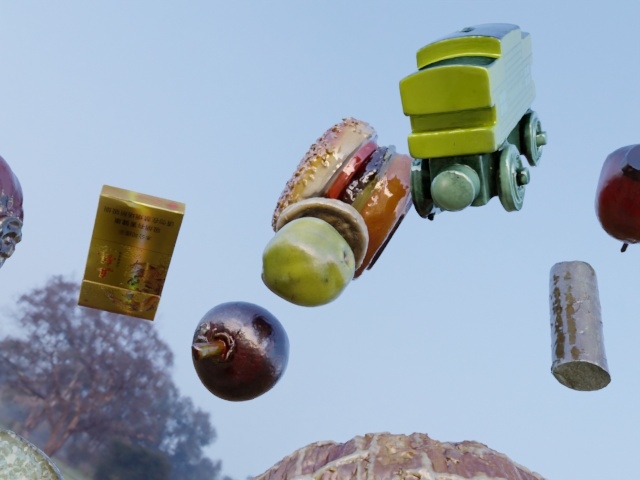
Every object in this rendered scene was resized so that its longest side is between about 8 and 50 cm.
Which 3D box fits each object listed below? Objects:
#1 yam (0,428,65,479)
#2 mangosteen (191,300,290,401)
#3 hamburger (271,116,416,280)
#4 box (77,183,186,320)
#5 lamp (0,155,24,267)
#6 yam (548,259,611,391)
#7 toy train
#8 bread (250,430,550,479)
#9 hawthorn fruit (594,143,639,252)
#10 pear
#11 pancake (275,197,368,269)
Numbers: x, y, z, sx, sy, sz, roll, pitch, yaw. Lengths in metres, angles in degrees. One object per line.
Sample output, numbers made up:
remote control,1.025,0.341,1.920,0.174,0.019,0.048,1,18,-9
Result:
yam,-0.331,0.281,0.731,0.168,0.168,0.304,36,-29,-4
mangosteen,-0.199,0.246,1.681,0.236,0.235,0.261,19,-1,26
hamburger,0.058,-0.093,1.613,0.250,0.330,0.330,31,-27,0
box,-0.201,0.017,0.784,0.089,0.022,0.156,16,-56,-14
lamp,-0.234,-0.015,0.469,0.090,0.101,0.101,18,-30,9
yam,0.446,0.140,1.295,0.093,0.259,0.093,8,-47,8
toy train,0.254,-0.205,1.193,0.179,0.442,0.272,-2,-69,26
bread,0.047,0.167,0.486,0.233,0.105,0.075,-4,-78,8
hawthorn fruit,0.675,-0.083,1.540,0.215,0.215,0.249,19,-67,26
pear,-0.018,0.025,0.743,0.097,0.092,0.092,-22,-56,27
pancake,0.000,0.000,1.039,0.140,0.022,0.139,4,-55,6
